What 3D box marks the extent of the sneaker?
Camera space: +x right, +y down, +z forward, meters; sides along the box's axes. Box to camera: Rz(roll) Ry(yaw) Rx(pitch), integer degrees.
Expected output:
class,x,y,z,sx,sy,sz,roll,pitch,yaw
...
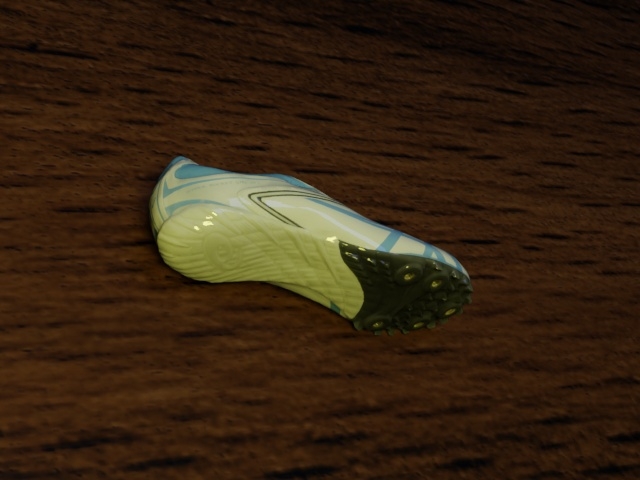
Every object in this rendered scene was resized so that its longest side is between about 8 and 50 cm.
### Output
class,x,y,z,sx,sy,sz,roll,pitch,yaw
sneaker,0.000,0.000,0.869,0.237,0.085,0.086,17,42,-26
